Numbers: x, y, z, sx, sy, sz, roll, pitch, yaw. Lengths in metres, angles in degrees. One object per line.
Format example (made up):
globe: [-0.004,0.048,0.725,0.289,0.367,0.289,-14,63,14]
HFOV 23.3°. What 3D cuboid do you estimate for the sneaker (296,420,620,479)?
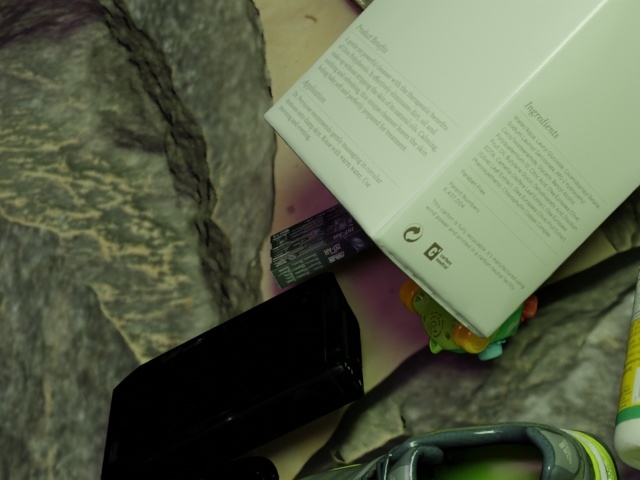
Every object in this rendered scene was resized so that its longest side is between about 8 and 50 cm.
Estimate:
sneaker: [0.054,0.184,1.093,0.300,0.121,0.111,-20,61,13]

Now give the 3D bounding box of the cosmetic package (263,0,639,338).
cosmetic package: [0.160,-0.139,1.096,0.365,0.155,0.197,-44,39,5]

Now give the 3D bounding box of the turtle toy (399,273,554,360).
turtle toy: [0.128,0.036,1.160,0.130,0.066,0.095,-49,40,-3]

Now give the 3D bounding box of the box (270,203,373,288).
box: [0.000,0.000,1.238,0.083,0.018,0.067,-26,24,10]

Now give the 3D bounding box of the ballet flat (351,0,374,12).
ballet flat: [0.071,-0.192,1.287,0.073,0.067,0.206,-47,58,1]

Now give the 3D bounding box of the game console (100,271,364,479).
game console: [-0.064,0.172,1.100,0.213,0.044,0.361,-28,30,15]

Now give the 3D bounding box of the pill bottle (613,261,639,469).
pill bottle: [0.272,0.056,1.063,0.117,0.117,0.208,3,69,24]
